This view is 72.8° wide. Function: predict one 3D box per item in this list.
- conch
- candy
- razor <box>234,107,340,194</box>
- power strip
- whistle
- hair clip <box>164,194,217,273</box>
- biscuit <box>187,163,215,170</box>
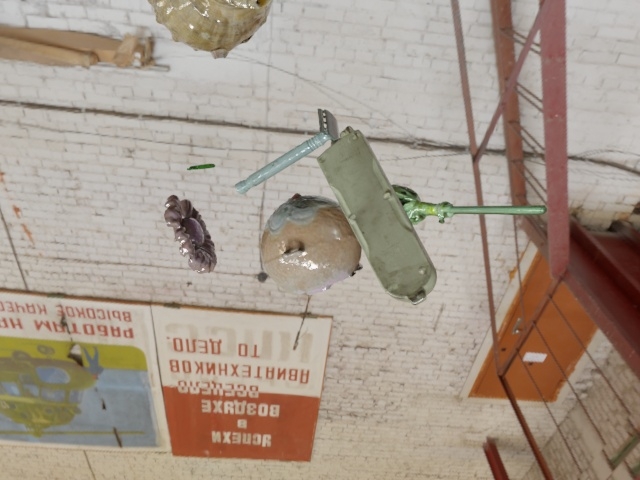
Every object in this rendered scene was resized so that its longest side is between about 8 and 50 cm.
[{"bbox_3d":[-0.204,-0.513,0.936,0.324,0.186,0.263,31,-114,25],"label":"conch"},{"bbox_3d":[0.206,-0.050,0.699,0.091,0.083,0.305,4,-179,-42],"label":"candy"},{"bbox_3d":[-0.067,-0.152,0.825,0.231,0.068,0.106,-28,-145,18],"label":"razor"},{"bbox_3d":[0.079,-0.037,0.607,0.048,0.080,0.286,29,-148,-56],"label":"power strip"},{"bbox_3d":[0.000,0.000,0.831,0.189,0.189,0.348,18,-173,16],"label":"whistle"},{"bbox_3d":[-0.278,0.003,0.973,0.069,0.300,0.173,-25,-96,-13],"label":"hair clip"},{"bbox_3d":[-0.375,-0.234,1.378,0.046,0.016,0.089,3,-166,33],"label":"biscuit"}]
